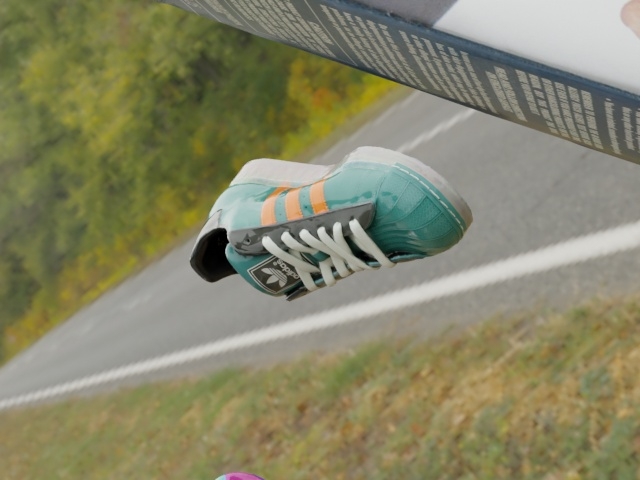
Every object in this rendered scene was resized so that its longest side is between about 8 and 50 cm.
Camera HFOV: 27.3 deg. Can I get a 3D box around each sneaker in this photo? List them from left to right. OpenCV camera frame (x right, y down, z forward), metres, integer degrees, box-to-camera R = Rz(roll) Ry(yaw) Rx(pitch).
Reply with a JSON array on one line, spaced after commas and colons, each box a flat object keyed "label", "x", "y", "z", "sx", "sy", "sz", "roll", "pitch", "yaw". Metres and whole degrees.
[{"label": "sneaker", "x": 0.000, "y": 0.000, "z": 1.112, "sx": 0.302, "sy": 0.108, "sz": 0.121, "roll": 0, "pitch": 48, "yaw": 54}]

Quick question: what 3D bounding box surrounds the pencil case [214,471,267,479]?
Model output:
[{"label": "pencil case", "x": -0.056, "y": 0.255, "z": 1.108, "sx": 0.104, "sy": 0.104, "sz": 0.236, "roll": -42, "pitch": 3, "yaw": -9}]

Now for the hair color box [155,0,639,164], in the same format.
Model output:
[{"label": "hair color box", "x": 0.101, "y": -0.127, "z": 0.459, "sx": 0.174, "sy": 0.347, "sz": 0.105, "roll": -68, "pitch": -17, "yaw": -3}]
